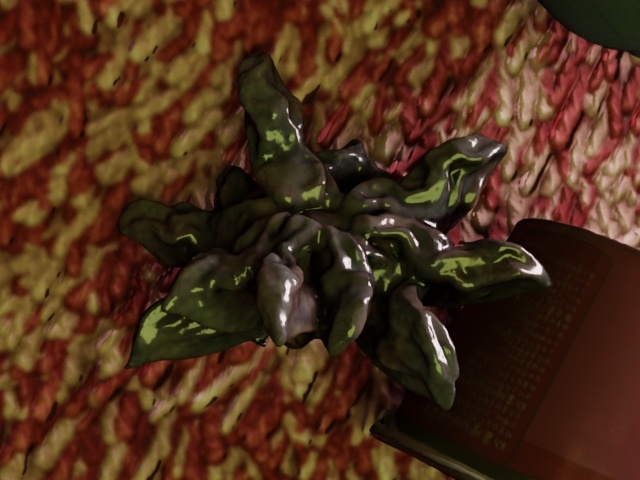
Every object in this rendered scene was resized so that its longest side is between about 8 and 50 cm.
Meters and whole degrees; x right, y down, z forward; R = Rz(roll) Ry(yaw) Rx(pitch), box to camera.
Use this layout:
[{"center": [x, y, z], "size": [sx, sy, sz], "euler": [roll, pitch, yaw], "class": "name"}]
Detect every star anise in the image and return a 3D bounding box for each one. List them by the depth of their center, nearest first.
[{"center": [0.001, 0.004, 0.775], "size": [0.282, 0.129, 0.212], "euler": [15, 56, 10], "class": "star anise"}]

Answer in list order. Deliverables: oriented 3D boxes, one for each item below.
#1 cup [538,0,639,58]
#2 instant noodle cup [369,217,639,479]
[{"center": [0.207, -0.196, 0.810], "size": [0.199, 0.199, 0.150], "euler": [-42, 127, -4], "class": "cup"}, {"center": [0.174, 0.103, 0.832], "size": [0.234, 0.235, 0.178], "euler": [28, 84, -19], "class": "instant noodle cup"}]
